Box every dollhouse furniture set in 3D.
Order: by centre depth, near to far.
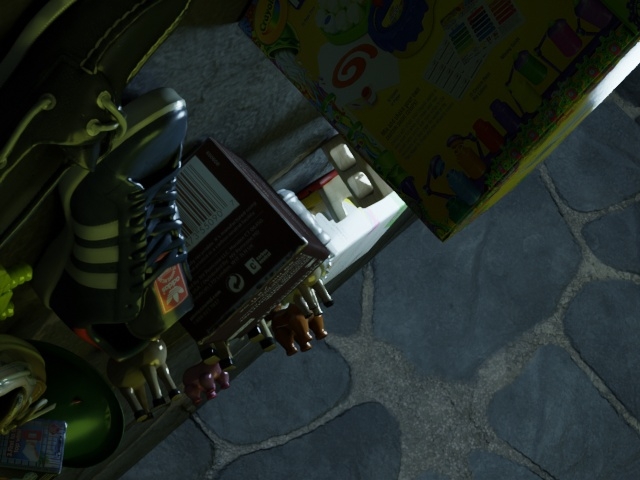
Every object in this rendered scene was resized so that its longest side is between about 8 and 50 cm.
[{"bbox_3d":[0.101,-0.163,1.493,0.201,0.152,0.374,-37,-173,-37],"label":"dollhouse furniture set"}]

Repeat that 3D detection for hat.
[{"bbox_3d":[-0.343,0.219,1.031,0.183,0.208,0.173,-59,170,-62],"label":"hat"}]

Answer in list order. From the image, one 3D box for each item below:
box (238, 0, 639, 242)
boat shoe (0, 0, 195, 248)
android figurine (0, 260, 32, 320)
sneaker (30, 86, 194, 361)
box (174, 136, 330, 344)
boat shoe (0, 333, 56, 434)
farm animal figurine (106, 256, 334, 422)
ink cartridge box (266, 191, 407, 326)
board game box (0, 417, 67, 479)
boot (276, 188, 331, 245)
[{"bbox_3d":[0.129,-0.210,0.817,0.177,0.279,0.290,-34,168,-46],"label":"box"},{"bbox_3d":[-0.187,-0.077,0.659,0.302,0.091,0.114,-43,171,2],"label":"boat shoe"},{"bbox_3d":[-0.362,0.088,0.803,0.273,0.056,0.248,-30,164,-50],"label":"android figurine"},{"bbox_3d":[-0.171,0.002,0.922,0.131,0.148,0.350,-36,169,-36],"label":"sneaker"},{"bbox_3d":[-0.112,0.006,1.138,0.168,0.167,0.203,-44,171,4],"label":"box"},{"bbox_3d":[-0.308,0.145,0.819,0.104,0.089,0.285,-43,170,6],"label":"boat shoe"},{"bbox_3d":[-0.161,0.110,1.402,0.330,0.172,0.327,-22,163,-16],"label":"farm animal figurine"},{"bbox_3d":[0.000,0.000,1.765,0.353,0.119,0.207,-36,169,-45],"label":"ink cartridge box"},{"bbox_3d":[-0.389,0.222,0.966,0.194,0.194,0.060,-40,-141,38],"label":"board game box"},{"bbox_3d":[-0.095,0.045,1.545,0.258,0.123,0.095,-48,170,29],"label":"boot"}]
